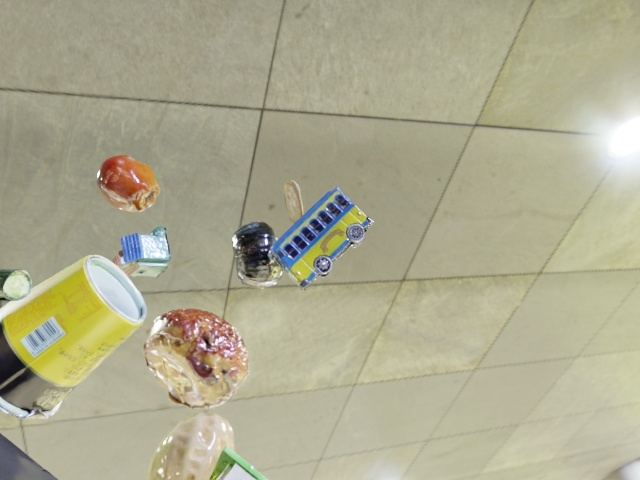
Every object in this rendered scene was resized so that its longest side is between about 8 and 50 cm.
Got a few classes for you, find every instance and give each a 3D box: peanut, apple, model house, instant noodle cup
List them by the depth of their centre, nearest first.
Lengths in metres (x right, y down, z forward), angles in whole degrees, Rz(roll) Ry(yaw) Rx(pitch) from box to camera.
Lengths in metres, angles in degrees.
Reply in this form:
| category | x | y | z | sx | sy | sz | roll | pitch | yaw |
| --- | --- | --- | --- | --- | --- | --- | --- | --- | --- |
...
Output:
| category | x | y | z | sx | sy | sz | roll | pitch | yaw |
| --- | --- | --- | --- | --- | --- | --- | --- | --- | --- |
| instant noodle cup | -0.436 | 0.150 | 0.933 | 0.236 | 0.215 | 0.215 | -37 | 135 | 3 |
| peanut | -0.328 | 0.570 | 1.232 | 0.169 | 0.192 | 0.387 | 39 | 69 | -35 |
| model house | -0.498 | 0.039 | 1.466 | 0.149 | 0.119 | 0.148 | -2 | 158 | -44 |
| apple | -0.546 | -0.156 | 1.561 | 0.147 | 0.158 | 0.156 | -25 | 143 | -56 |

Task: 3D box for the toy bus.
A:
| category | x | y | z | sx | sy | sz | roll | pitch | yaw |
| --- | --- | --- | --- | --- | --- | --- | --- | --- | --- |
| toy bus | 0.000 | 0.000 | 1.613 | 0.288 | 0.175 | 0.138 | -44 | 175 | -8 |

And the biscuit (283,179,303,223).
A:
| category | x | y | z | sx | sy | sz | roll | pitch | yaw |
| --- | --- | --- | --- | --- | --- | --- | --- | --- | --- |
| biscuit | -0.085 | -0.119 | 1.742 | 0.018 | 0.071 | 0.147 | -21 | 106 | -44 |

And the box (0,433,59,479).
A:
| category | x | y | z | sx | sy | sz | roll | pitch | yaw |
| --- | --- | --- | --- | --- | --- | --- | --- | --- | --- |
| box | -0.425 | 0.321 | 0.537 | 0.204 | 0.251 | 0.345 | -59 | 163 | -15 |

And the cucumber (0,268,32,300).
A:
| category | x | y | z | sx | sy | sz | roll | pitch | yaw |
| --- | --- | --- | --- | --- | --- | --- | --- | --- | --- |
| cucumber | -0.483 | 0.066 | 0.812 | 0.105 | 0.048 | 0.048 | -1 | 140 | 19 |

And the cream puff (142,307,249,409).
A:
| category | x | y | z | sx | sy | sz | roll | pitch | yaw |
| --- | --- | --- | --- | --- | --- | --- | --- | --- | --- |
| cream puff | -0.354 | 0.339 | 1.636 | 0.229 | 0.351 | 0.350 | -43 | 152 | -42 |

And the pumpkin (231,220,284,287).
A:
| category | x | y | z | sx | sy | sz | roll | pitch | yaw |
| --- | --- | --- | --- | --- | --- | --- | --- | --- | --- |
| pumpkin | -0.208 | 0.049 | 1.831 | 0.163 | 0.233 | 0.233 | -12 | 135 | -8 |

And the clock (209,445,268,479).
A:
| category | x | y | z | sx | sy | sz | roll | pitch | yaw |
| --- | --- | --- | --- | --- | --- | --- | --- | --- | --- |
| clock | -0.223 | 0.529 | 0.982 | 0.255 | 0.106 | 0.219 | -46 | 167 | -39 |
